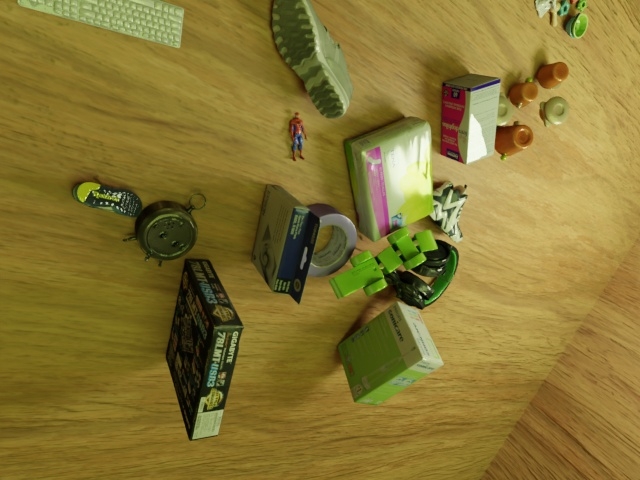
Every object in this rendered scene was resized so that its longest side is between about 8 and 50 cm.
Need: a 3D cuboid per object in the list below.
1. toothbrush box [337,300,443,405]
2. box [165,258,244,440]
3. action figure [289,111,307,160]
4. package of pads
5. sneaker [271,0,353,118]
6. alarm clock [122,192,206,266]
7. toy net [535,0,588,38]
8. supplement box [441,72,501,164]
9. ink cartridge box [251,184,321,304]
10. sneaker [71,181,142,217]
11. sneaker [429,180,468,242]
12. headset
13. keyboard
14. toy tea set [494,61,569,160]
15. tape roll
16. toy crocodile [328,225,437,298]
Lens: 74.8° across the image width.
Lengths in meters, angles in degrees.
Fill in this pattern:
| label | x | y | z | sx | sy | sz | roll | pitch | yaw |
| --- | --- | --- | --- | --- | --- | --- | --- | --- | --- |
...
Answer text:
| label | x | y | z | sx | sy | sz | roll | pitch | yaw |
| --- | --- | --- | --- | --- | --- | --- | --- | --- | --- |
| toothbrush box | 0.212 | 0.365 | 1.339 | 0.122 | 0.206 | 0.283 | 24 | 123 | -38 |
| box | -0.278 | 0.236 | 0.965 | 0.073 | 0.295 | 0.293 | 6 | 111 | -33 |
| action figure | -0.054 | -0.250 | 1.011 | 0.038 | 0.030 | 0.115 | -13 | 119 | -20 |
| package of pads | 0.204 | -0.170 | 1.165 | 0.229 | 0.101 | 0.297 | -26 | 126 | -17 |
| sneaker | -0.011 | -0.415 | 0.924 | 0.115 | 0.105 | 0.281 | -59 | 134 | -37 |
| alarm clock | -0.330 | -0.033 | 0.940 | 0.192 | 0.064 | 0.129 | -47 | 129 | -5 |
| toy net | 0.725 | -0.694 | 1.238 | 0.232 | 0.045 | 0.122 | 6 | 112 | -34 |
| supplement box | 0.426 | -0.346 | 1.200 | 0.114 | 0.111 | 0.220 | -23 | 125 | -19 |
| ink cartridge box | -0.092 | 0.005 | 1.000 | 0.045 | 0.224 | 0.223 | 1 | 114 | -33 |
| sneaker | -0.434 | -0.085 | 0.855 | 0.144 | 0.059 | 0.053 | 25 | 72 | -55 |
| sneaker | 0.430 | -0.102 | 1.347 | 0.153 | 0.094 | 0.235 | -46 | 120 | 9 |
| headset | 0.342 | 0.124 | 1.358 | 0.394 | 0.185 | 0.243 | 5 | 112 | -45 |
| keyboard | -0.374 | -0.410 | 0.734 | 0.256 | 0.014 | 0.072 | 2 | 114 | -33 |
| toy tea set | 0.648 | -0.412 | 1.327 | 0.336 | 0.124 | 0.200 | -35 | 99 | -7 |
| tape roll | 0.000 | 0.000 | 1.147 | 0.189 | 0.080 | 0.189 | -14 | 121 | -25 |
| toy crocodile | 0.182 | 0.062 | 1.184 | 0.340 | 0.105 | 0.115 | -30 | 83 | -11 |
